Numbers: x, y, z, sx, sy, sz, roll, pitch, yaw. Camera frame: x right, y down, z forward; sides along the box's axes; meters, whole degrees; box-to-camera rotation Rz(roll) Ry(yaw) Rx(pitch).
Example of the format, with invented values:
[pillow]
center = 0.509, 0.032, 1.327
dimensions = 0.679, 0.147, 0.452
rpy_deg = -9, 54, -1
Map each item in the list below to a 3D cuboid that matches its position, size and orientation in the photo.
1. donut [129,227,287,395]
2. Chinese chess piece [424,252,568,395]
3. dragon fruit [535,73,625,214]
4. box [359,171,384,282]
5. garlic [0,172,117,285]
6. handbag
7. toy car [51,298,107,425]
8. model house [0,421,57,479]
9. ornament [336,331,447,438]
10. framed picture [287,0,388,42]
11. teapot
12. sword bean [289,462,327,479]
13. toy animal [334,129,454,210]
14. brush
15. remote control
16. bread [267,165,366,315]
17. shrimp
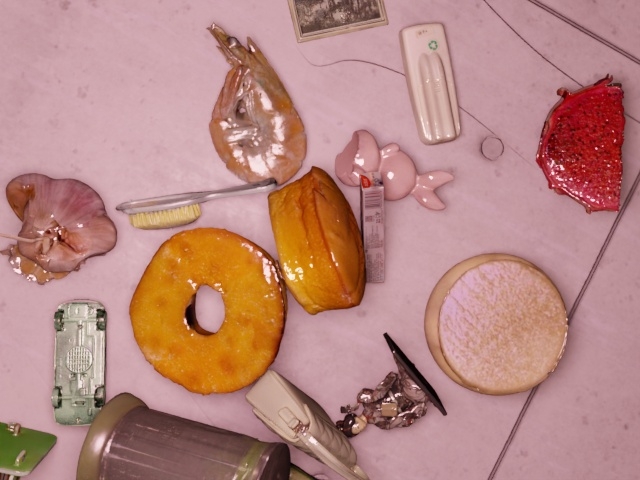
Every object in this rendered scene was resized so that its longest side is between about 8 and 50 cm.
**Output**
[donut]
center = -0.184, 0.116, 1.364
dimensions = 0.303, 0.110, 0.302
rpy_deg = 3, 100, 14
[Chinese chess piece]
center = 0.332, 0.158, 1.461
dimensions = 0.270, 0.112, 0.269
rpy_deg = 0, 90, -7
[dragon fruit]
center = 0.486, -0.176, 1.479
dimensions = 0.161, 0.126, 0.274
rpy_deg = 5, 81, 3
[box]
center = 0.094, -0.020, 1.401
dimensions = 0.040, 0.055, 0.218
rpy_deg = -5, 128, -2
[garlic]
center = -0.490, -0.002, 1.320
dimensions = 0.207, 0.257, 0.207
rpy_deg = 13, 115, 29
[handbag]
center = -0.010, 0.341, 1.330
dimensions = 0.079, 0.256, 0.219
rpy_deg = -46, 54, -4
[toy car]
center = -0.429, 0.218, 1.386
dimensions = 0.090, 0.076, 0.224
rpy_deg = 0, 83, -6
[model house]
center = -0.640, 0.471, 1.235
dimensions = 0.301, 0.340, 0.323
rpy_deg = 13, 93, -6
[ornament]
center = 0.108, 0.306, 1.429
dimensions = 0.196, 0.153, 0.166
rpy_deg = -40, 94, 4
[framed picture]
center = 0.028, -0.463, 1.467
dimensions = 0.183, 0.011, 0.141
rpy_deg = -13, 92, -7
[teapot]
center = -0.203, 0.399, 1.318
dimensions = 0.337, 0.270, 0.200
rpy_deg = 11, 80, 17
[sword bean]
center = -0.060, 0.434, 1.450
dimensions = 0.269, 0.043, 0.038
rpy_deg = 29, 100, -6
[toy animal]
center = 0.136, -0.117, 1.445
dimensions = 0.213, 0.124, 0.124
rpy_deg = 23, 88, -16
[brush]
center = -0.221, -0.060, 1.405
dimensions = 0.297, 0.068, 0.060
rpy_deg = -9, 108, 2
[remote control]
center = 0.213, -0.300, 1.473
dimensions = 0.090, 0.049, 0.230
rpy_deg = -11, 91, -9
[bread]
center = 0.000, 0.000, 1.356
dimensions = 0.143, 0.195, 0.269
rpy_deg = -23, 54, 9
[shrimp]
center = -0.141, -0.245, 1.419
dimensions = 0.168, 0.077, 0.317
rpy_deg = -29, 97, -3
